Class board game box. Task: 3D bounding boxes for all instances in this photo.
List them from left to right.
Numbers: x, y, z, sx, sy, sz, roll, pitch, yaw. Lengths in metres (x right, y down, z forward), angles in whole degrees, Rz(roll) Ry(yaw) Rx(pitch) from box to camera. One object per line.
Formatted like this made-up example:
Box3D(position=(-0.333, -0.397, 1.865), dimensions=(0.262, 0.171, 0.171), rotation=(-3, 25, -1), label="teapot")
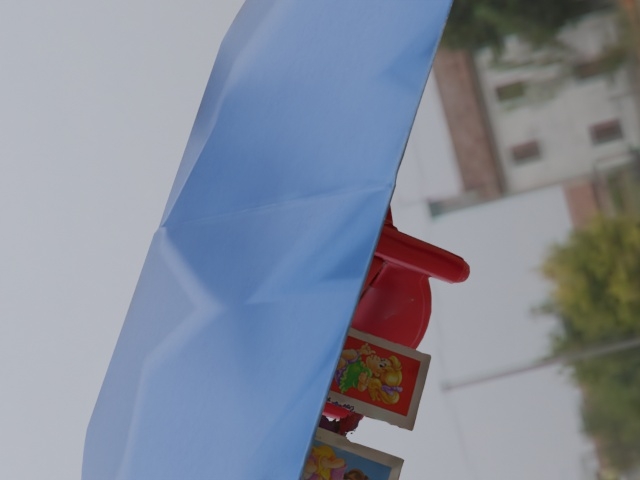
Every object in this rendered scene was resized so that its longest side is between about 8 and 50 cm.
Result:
Box3D(position=(0.000, 0.000, 0.371), dimensions=(0.133, 0.033, 0.168), rotation=(-10, 60, 67), label="board game box")
